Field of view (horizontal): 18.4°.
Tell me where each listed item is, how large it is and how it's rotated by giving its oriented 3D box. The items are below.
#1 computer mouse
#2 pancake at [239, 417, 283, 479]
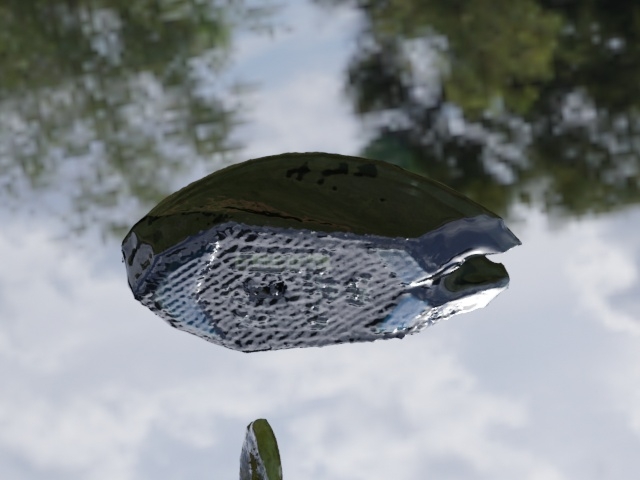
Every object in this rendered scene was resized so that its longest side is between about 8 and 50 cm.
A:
[{"bbox_3d":[0.000,0.000,0.672,0.135,0.079,0.047,0,-124,2],"label":"computer mouse"},{"bbox_3d":[-0.034,0.157,1.178,0.017,0.108,0.108,-4,-167,-10],"label":"pancake"}]
